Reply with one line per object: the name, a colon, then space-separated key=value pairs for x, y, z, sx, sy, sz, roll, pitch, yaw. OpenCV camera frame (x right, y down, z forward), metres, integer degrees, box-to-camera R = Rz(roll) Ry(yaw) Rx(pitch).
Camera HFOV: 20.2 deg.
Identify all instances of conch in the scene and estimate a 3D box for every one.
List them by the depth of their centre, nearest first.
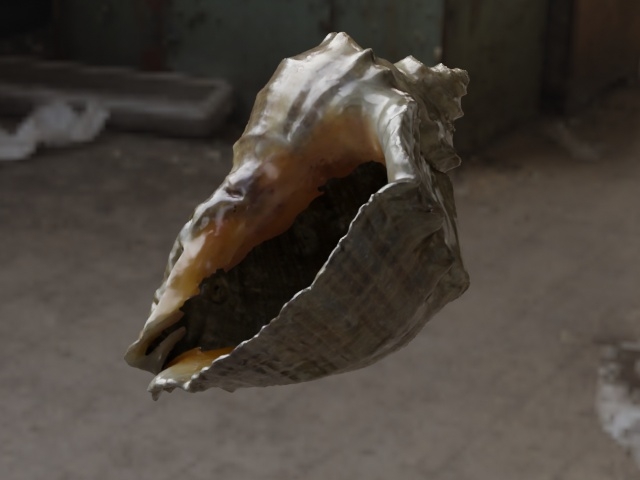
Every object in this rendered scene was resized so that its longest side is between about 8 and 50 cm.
conch: x=0.015 y=0.008 z=1.425 sx=0.210 sy=0.352 sz=0.297 roll=30 pitch=2 yaw=-17
